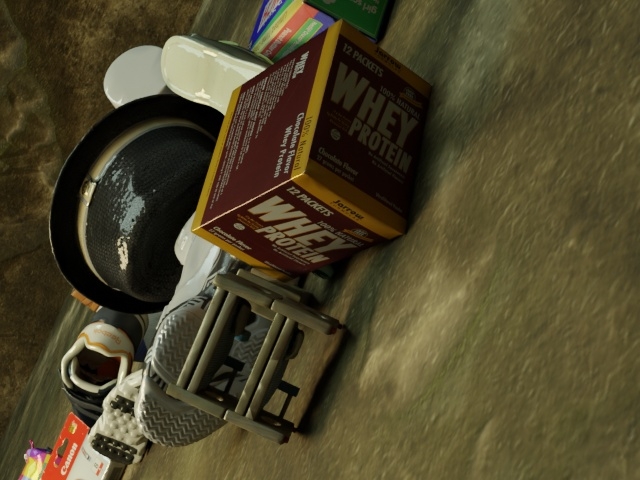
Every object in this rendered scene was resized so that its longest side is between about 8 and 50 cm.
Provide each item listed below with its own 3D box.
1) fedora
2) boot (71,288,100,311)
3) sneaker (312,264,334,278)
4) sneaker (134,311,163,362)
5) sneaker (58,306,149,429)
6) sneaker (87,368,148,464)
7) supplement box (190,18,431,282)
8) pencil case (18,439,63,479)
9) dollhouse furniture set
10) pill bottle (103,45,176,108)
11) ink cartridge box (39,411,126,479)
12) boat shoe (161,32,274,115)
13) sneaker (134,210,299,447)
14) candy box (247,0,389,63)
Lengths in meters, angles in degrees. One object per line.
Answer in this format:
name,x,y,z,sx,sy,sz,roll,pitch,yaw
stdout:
fedora,-0.210,-0.031,1.424,0.152,0.334,0.334,36,103,56
boot,-0.429,0.138,2.038,0.197,0.152,0.073,-61,18,18
sneaker,0.000,0.000,1.141,0.069,0.038,0.098,-50,37,-6
sneaker,-0.301,0.061,1.839,0.182,0.127,0.315,-19,-62,-81
sneaker,-0.382,0.240,1.728,0.127,0.126,0.321,-63,-6,-51
sneaker,-0.269,0.238,1.541,0.292,0.110,0.118,-44,19,50
supplement box,-0.009,-0.086,1.053,0.194,0.129,0.191,-24,44,47
pencil case,-0.612,0.551,2.156,0.104,0.104,0.236,-15,54,68
dollhouse furniture set,-0.055,0.114,1.066,0.184,0.129,0.129,-1,-65,-82
pill bottle,-0.263,-0.211,1.775,0.264,0.153,0.153,58,-138,-57
ink cartridge box,-0.418,0.393,1.727,0.179,0.045,0.145,28,96,37
boat shoe,-0.088,-0.198,1.375,0.305,0.091,0.109,34,119,31
sneaker,-0.125,0.075,1.264,0.366,0.137,0.210,-64,16,-8
candy box,0.018,-0.386,1.426,0.268,0.122,0.317,-26,45,64
